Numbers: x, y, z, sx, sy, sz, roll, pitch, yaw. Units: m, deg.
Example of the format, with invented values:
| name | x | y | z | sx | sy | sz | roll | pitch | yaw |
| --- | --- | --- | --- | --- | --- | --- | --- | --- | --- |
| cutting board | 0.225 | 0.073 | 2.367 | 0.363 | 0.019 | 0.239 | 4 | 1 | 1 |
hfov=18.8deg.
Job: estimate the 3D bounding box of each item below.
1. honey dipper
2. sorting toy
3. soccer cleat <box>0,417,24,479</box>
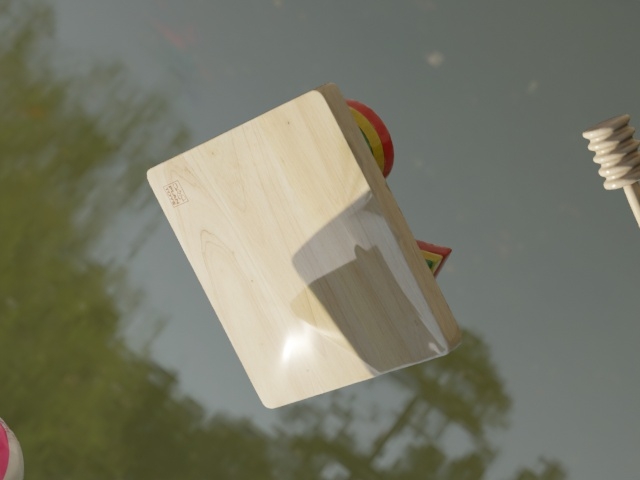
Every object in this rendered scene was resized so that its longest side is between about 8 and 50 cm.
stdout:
| name | x | y | z | sx | sy | sz | roll | pitch | yaw |
| --- | --- | --- | --- | --- | --- | --- | --- | --- | --- |
| honey dipper | 0.198 | 0.004 | 1.135 | 0.030 | 0.030 | 0.160 | -13 | 102 | 64 |
| sorting toy | 0.000 | 0.000 | 1.778 | 0.255 | 0.089 | 0.257 | -22 | 97 | 45 |
| soccer cleat | -0.292 | 0.177 | 1.391 | 0.331 | 0.116 | 0.143 | -1 | 145 | 46 |
